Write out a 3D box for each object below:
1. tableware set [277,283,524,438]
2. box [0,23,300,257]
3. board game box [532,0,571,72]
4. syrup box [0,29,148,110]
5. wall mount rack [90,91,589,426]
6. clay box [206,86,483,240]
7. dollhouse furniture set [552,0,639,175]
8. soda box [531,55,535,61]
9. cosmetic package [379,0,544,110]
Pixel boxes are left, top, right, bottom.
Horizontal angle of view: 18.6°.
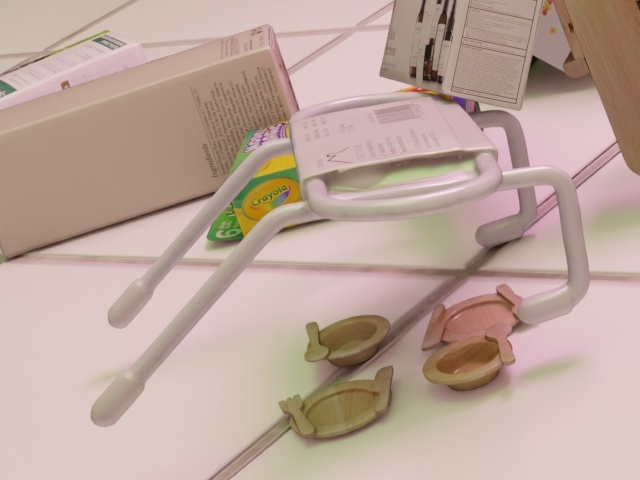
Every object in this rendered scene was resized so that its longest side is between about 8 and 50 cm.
[{"bbox_3d":[0.054,0.070,1.206,0.169,0.020,0.141,-16,20,8],"label":"tableware set"},{"bbox_3d":[-0.154,-0.086,1.660,0.275,0.113,0.094,-16,20,4],"label":"box"},{"bbox_3d":[0.268,-0.297,1.657,0.097,0.224,0.303,30,34,10],"label":"board game box"},{"bbox_3d":[-0.275,-0.108,1.841,0.237,0.096,0.093,-24,21,-18],"label":"syrup box"},{"bbox_3d":[0.000,0.000,1.237,0.304,0.130,0.350,-10,14,-1],"label":"wall mount rack"},{"bbox_3d":[0.015,-0.065,1.539,0.222,0.053,0.127,-14,20,11],"label":"clay box"},{"bbox_3d":[0.353,-0.189,1.415,0.303,0.173,0.355,-17,14,21],"label":"dollhouse furniture set"},{"bbox_3d":[0.157,-0.186,1.711,0.058,0.063,0.183,-10,22,27],"label":"soda box"},{"bbox_3d":[0.097,-0.153,1.401,0.060,0.099,0.239,12,5,-10],"label":"cosmetic package"}]
